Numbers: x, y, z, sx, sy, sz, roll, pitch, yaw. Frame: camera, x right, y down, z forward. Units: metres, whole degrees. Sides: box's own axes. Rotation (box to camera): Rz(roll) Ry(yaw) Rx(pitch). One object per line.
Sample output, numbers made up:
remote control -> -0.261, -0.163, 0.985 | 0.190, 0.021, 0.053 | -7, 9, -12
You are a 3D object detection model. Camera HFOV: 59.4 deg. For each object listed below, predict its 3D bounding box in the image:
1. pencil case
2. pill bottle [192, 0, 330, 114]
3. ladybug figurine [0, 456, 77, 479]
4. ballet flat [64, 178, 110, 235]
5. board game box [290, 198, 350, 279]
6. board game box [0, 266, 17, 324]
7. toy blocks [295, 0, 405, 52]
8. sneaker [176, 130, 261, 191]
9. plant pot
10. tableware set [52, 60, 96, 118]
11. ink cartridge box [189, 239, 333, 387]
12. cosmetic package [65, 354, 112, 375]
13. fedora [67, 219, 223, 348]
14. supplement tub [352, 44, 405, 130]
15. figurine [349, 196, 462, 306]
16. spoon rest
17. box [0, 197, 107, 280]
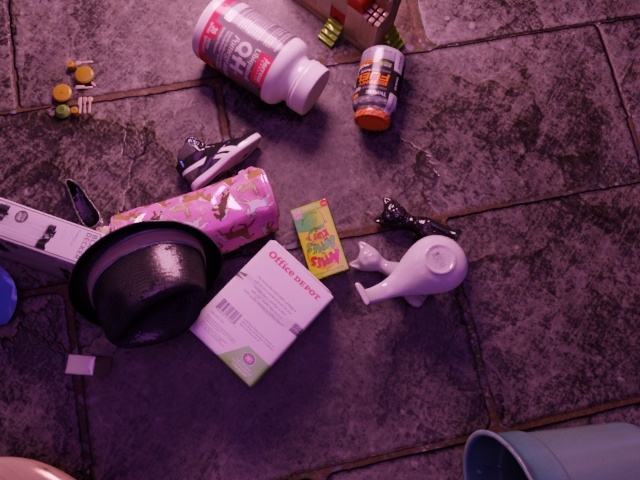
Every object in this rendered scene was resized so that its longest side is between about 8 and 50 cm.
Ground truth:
pencil case -> -0.289, -0.040, 1.303 | 0.386, 0.167, 0.160 | -21, 120, -8
pill bottle -> -0.142, -0.451, 1.391 | 0.318, 0.176, 0.176 | 34, 78, 4
ladybug figurine -> -0.571, 0.623, 1.134 | 0.449, 0.162, 0.305 | 37, 77, 5
ballet flat -> -0.565, -0.073, 1.345 | 0.057, 0.049, 0.173 | -36, 82, -9
board game box -> 0.000, 0.000, 1.361 | 0.092, 0.043, 0.181 | -19, 79, 4
board game box -> -0.777, 0.137, 1.296 | 0.168, 0.033, 0.133 | -13, 84, -1
toy blocks -> 0.059, -0.643, 1.403 | 0.381, 0.261, 0.191 | 38, 78, 5
sneaker -> -0.261, -0.229, 1.384 | 0.217, 0.079, 0.121 | -40, 84, -9
plant pot -> 0.525, 0.535, 1.159 | 0.334, 0.341, 0.341 | -6, 78, -14
tableware set -> -0.625, -0.384, 1.426 | 0.104, 0.024, 0.154 | -3, 79, -1
ink cartridge box -> -0.133, 0.166, 1.287 | 0.198, 0.115, 0.273 | 43, 79, 5
cosmetic package -> -0.509, 0.274, 1.239 | 0.060, 0.115, 0.041 | 5, 77, -3
fedora -> -0.354, 0.117, 1.177 | 0.334, 0.334, 0.152 | -22, 46, -8
supplement tub -> 0.146, -0.384, 1.425 | 0.117, 0.117, 0.190 | 11, 77, -1
figurine -> 0.200, 0.022, 1.364 | 0.209, 0.092, 0.215 | 29, 78, 11
spoon rest -> 0.206, 0.078, 1.274 | 0.276, 0.084, 0.137 | -22, 72, -13
box -> -0.615, 0.009, 1.258 | 0.290, 0.169, 0.087 | 19, 64, 0
